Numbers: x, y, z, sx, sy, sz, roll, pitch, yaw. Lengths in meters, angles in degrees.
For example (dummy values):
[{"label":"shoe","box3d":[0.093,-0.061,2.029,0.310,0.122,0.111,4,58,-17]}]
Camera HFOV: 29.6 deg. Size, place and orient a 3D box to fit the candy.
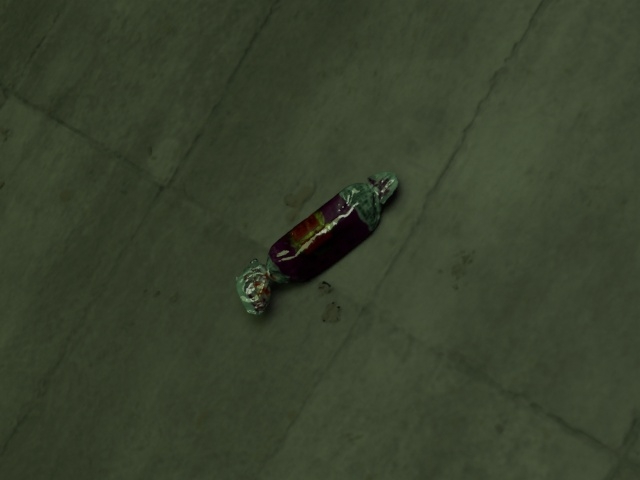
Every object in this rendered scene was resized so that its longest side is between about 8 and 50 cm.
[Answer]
[{"label":"candy","box3d":[0.000,0.000,1.053,0.175,0.043,0.045,-38,62,6]}]
